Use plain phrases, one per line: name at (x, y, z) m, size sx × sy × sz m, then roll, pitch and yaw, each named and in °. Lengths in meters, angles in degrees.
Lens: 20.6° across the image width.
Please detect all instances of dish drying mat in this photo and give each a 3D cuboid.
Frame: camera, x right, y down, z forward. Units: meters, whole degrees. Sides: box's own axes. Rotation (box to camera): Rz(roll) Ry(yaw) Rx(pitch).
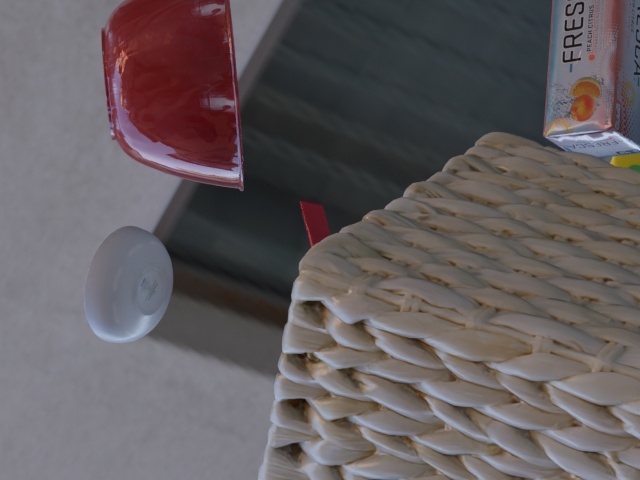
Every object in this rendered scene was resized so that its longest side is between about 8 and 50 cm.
dish drying mat at (0.000, 0.000, 1.744) m, size 0.032 × 0.008 × 0.083 m, roll 9°, pitch -123°, yaw -44°

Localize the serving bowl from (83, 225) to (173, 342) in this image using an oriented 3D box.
serving bowl at (-0.128, 0.033, 1.224) m, size 0.027 × 0.083 × 0.083 m, roll 11°, pitch -156°, yaw 32°

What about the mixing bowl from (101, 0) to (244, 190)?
mixing bowl at (-0.114, -0.124, 1.342) m, size 0.098 × 0.181 × 0.181 m, roll -5°, pitch -136°, yaw -5°

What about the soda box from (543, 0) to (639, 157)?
soda box at (0.209, -0.156, 1.305) m, size 0.063 × 0.058 × 0.183 m, roll 24°, pitch -113°, yaw -50°

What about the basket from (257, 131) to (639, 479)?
basket at (0.161, 0.124, 0.996) m, size 0.331 × 0.266 × 0.328 m, roll 16°, pitch -157°, yaw 21°

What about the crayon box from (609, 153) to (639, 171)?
crayon box at (0.385, -0.015, 1.911) m, size 0.165 × 0.278 × 0.081 m, roll 18°, pitch -179°, yaw 23°
